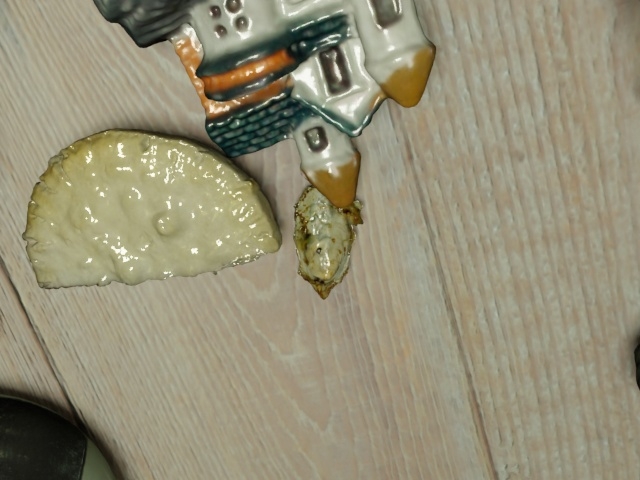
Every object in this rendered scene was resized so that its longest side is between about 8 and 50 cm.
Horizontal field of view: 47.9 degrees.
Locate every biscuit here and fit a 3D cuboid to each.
[{"bbox_3d":[-0.195,-0.029,0.741,0.281,0.084,0.179,-12,118,16],"label":"biscuit"}]

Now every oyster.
[{"bbox_3d":[0.000,-0.001,0.796,0.086,0.029,0.132,27,111,0],"label":"oyster"}]

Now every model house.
[{"bbox_3d":[-0.023,-0.158,0.659,0.271,0.190,0.301,-19,108,8],"label":"model house"}]

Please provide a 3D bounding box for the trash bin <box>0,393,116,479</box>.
[{"bbox_3d":[-0.425,0.382,0.821,0.280,0.280,0.432,35,110,-9],"label":"trash bin"}]

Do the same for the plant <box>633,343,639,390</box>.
[{"bbox_3d":[0.458,0.151,0.764,0.256,0.164,0.142,16,113,-19],"label":"plant"}]
